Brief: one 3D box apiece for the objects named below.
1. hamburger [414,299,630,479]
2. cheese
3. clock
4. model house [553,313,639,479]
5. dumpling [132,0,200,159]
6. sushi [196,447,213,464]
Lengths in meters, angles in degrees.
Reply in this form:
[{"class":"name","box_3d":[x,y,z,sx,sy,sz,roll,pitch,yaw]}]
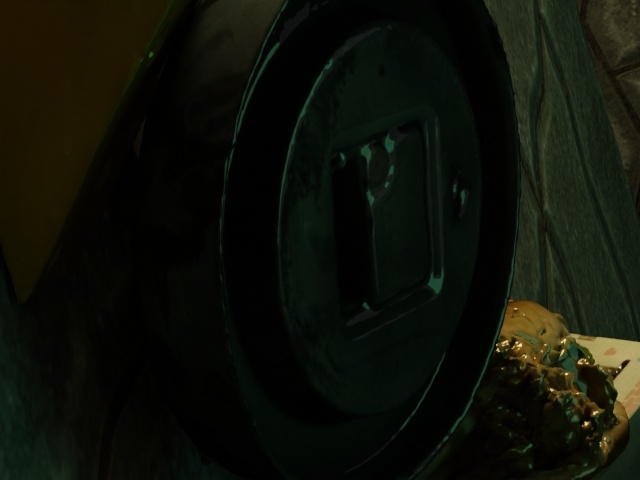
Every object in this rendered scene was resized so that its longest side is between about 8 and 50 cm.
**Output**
[{"class":"hamburger","box_3d":[0.087,0.147,1.269,0.146,0.243,0.286,53,-19,4]},{"class":"cheese","box_3d":[-0.131,-0.058,0.956,0.093,0.126,0.171,-56,151,-77]},{"class":"clock","box_3d":[0.014,-0.014,1.036,0.319,0.066,0.319,-13,105,-55]},{"class":"model house","box_3d":[0.170,0.210,1.608,0.326,0.244,0.169,-43,125,-32]},{"class":"dumpling","box_3d":[-0.033,-0.058,1.138,0.258,0.147,0.193,21,56,-38]},{"class":"sushi","box_3d":[-0.029,0.054,1.199,0.273,0.134,0.109,-26,89,-56]}]
